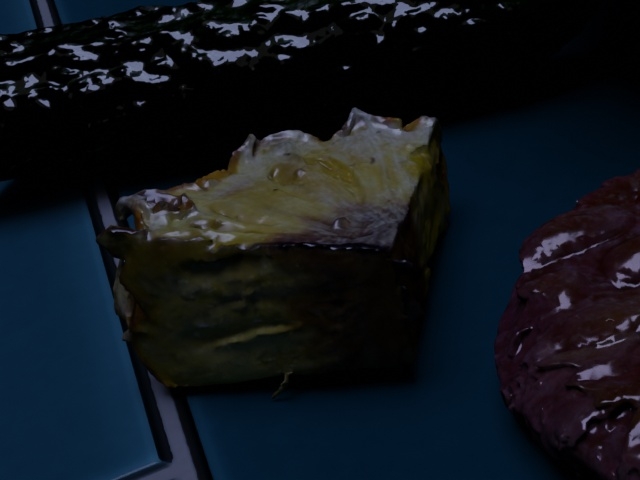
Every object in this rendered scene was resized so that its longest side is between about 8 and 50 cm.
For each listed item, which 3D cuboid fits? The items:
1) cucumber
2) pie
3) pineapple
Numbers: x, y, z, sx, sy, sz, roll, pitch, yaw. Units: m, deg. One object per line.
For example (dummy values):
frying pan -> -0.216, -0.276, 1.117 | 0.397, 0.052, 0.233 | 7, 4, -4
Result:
cucumber -> -0.020, -0.076, 0.573 | 0.300, 0.072, 0.072 | -8, 34, 11
pie -> 0.123, 0.021, 0.390 | 0.154, 0.036, 0.154 | -13, 34, 9
pineapple -> 0.000, 0.000, 0.451 | 0.137, 0.069, 0.116 | -31, 34, -22
